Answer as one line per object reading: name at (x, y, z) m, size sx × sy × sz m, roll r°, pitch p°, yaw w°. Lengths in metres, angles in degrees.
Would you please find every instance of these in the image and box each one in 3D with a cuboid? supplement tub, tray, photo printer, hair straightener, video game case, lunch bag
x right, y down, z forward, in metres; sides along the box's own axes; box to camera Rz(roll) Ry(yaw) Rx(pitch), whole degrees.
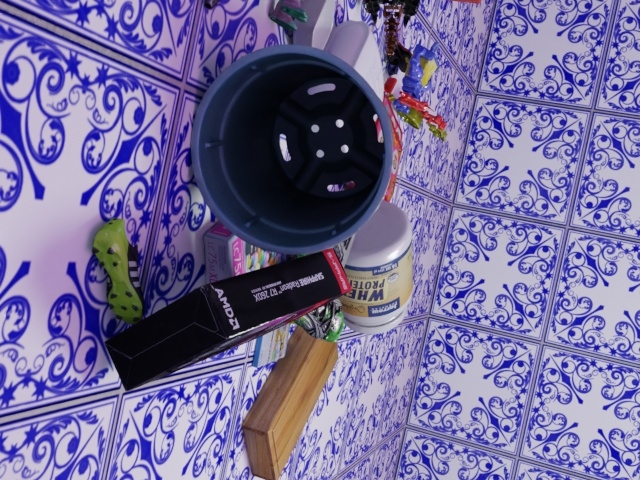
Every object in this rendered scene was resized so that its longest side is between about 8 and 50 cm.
supplement tub at (0.127, 0.072, 2.192) m, size 0.316 × 0.228 × 0.228 m, roll 82°, pitch 27°, yaw -45°
tray at (-0.061, 0.365, 2.077) m, size 0.411 × 0.076 × 0.203 m, roll -60°, pitch 155°, yaw -43°
photo printer at (0.058, -0.327, 1.925) m, size 0.256 × 0.107 × 0.307 m, roll 72°, pitch 35°, yaw -54°
hair straightener at (0.224, -0.510, 2.382) m, size 0.230 × 0.047 × 0.089 m, roll 21°, pitch 83°, yaw -73°
video game case at (-0.108, 0.222, 1.940) m, size 0.166 × 0.015 × 0.119 m, roll -3°, pitch 104°, yaw -71°
lunch bag at (0.133, -0.253, 2.197) m, size 0.293 × 0.120 × 0.258 m, roll 50°, pitch 50°, yaw -66°

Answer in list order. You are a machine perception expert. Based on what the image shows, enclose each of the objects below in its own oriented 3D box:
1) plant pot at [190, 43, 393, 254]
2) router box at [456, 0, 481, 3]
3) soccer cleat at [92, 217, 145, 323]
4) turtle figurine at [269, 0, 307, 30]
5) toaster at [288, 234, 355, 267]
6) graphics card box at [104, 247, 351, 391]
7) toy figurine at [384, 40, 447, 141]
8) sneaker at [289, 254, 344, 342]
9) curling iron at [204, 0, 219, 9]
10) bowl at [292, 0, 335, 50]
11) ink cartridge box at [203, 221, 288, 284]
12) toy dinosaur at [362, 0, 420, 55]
plant pot at (-0.015, -0.172, 1.525) m, size 0.334 × 0.341 × 0.341 m, roll -39°, pitch 138°, yaw -74°
router box at (0.154, -0.615, 1.672) m, size 0.301 × 0.335 × 0.082 m, roll 60°, pitch 45°, yaw -61°
soccer cleat at (-0.288, 0.048, 1.245) m, size 0.072 × 0.060 × 0.179 m, roll -69°, pitch 159°, yaw -48°
turtle figurine at (-0.018, -0.515, 1.571) m, size 0.175 × 0.118 × 0.234 m, roll 101°, pitch 13°, yaw -83°
toaster at (0.000, 0.000, 1.964) m, size 0.186 × 0.110 × 0.168 m, roll 74°, pitch 35°, yaw -55°
graphics card box at (-0.136, 0.120, 1.370) m, size 0.371 × 0.233 × 0.094 m, roll -13°, pitch 77°, yaw -59°
toy figurine at (0.304, -0.444, 2.370) m, size 0.217 × 0.191 × 0.362 m, roll -64°, pitch 161°, yaw 0°
sneaker at (-0.014, 0.128, 1.838) m, size 0.134 × 0.146 × 0.343 m, roll -56°, pitch 160°, yaw -9°
curling iron at (-0.123, -0.474, 1.420) m, size 0.068 × 0.035 × 0.274 m, roll 80°, pitch 29°, yaw -48°
bowl at (-0.016, -0.434, 1.703) m, size 0.142 × 0.053 × 0.142 m, roll 92°, pitch 18°, yaw -61°
ink cartridge box at (-0.131, 0.008, 1.672) m, size 0.311 × 0.065 × 0.186 m, roll -52°, pitch 149°, yaw -55°
toy dinosaur at (0.188, -0.624, 2.079) m, size 0.218 × 0.164 × 0.322 m, roll -77°, pitch 148°, yaw -60°
